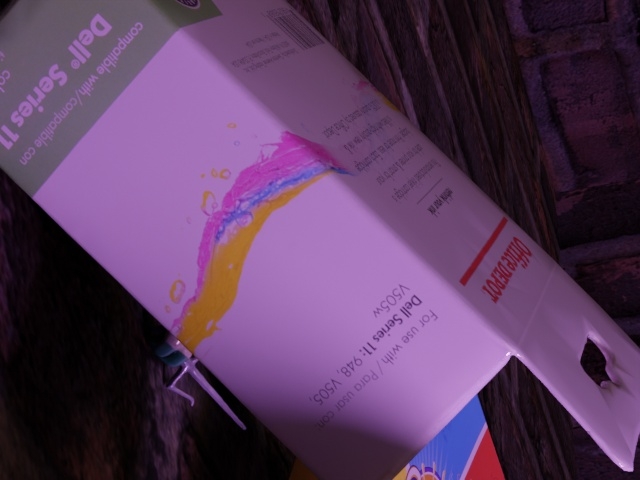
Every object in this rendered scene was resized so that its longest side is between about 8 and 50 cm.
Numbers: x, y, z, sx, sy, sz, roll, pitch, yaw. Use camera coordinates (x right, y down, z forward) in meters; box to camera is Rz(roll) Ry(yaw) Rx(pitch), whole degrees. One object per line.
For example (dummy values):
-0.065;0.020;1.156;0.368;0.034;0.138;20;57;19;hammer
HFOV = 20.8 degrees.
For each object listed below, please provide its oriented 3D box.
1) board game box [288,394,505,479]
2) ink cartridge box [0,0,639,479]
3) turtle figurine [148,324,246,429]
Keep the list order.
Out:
0.042;0.219;1.126;0.242;0.064;0.316;69;29;-41;board game box
0.000;0.000;0.886;0.353;0.119;0.207;44;17;2;ink cartridge box
-0.052;-0.012;1.092;0.175;0.118;0.234;-72;144;-62;turtle figurine
